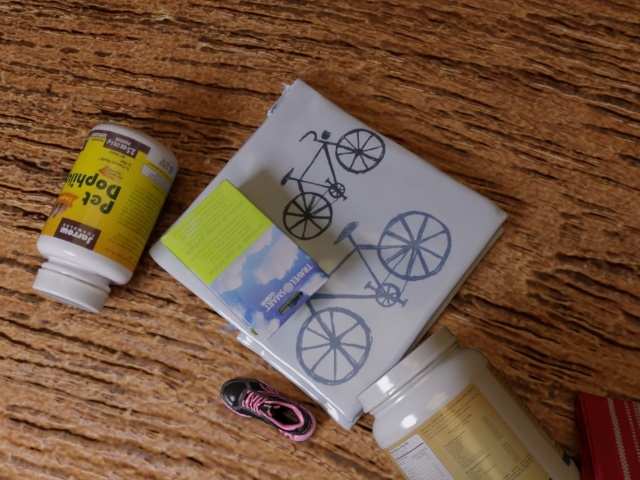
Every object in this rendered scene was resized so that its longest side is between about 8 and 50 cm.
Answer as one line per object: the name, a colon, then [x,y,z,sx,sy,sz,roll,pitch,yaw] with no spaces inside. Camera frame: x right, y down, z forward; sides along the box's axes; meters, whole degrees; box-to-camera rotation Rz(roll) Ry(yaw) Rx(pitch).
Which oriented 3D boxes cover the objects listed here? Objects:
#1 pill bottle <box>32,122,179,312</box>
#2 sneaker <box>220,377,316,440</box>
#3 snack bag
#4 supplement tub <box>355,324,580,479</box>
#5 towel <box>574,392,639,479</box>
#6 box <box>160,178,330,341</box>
pill bottle: [-0.263,-0.026,0.870,0.117,0.117,0.215,17,74,11]
sneaker: [-0.062,0.187,0.812,0.119,0.057,0.047,20,77,13]
snack bag: [0.000,0.000,0.879,0.342,0.037,0.323,36,78,15]
supplement tub: [0.145,0.202,0.730,0.144,0.144,0.199,-37,79,-7]
towel: [0.395,0.240,0.704,0.275,0.031,0.199,10,28,9]
box: [-0.086,0.024,0.835,0.178,0.042,0.109,42,80,16]
